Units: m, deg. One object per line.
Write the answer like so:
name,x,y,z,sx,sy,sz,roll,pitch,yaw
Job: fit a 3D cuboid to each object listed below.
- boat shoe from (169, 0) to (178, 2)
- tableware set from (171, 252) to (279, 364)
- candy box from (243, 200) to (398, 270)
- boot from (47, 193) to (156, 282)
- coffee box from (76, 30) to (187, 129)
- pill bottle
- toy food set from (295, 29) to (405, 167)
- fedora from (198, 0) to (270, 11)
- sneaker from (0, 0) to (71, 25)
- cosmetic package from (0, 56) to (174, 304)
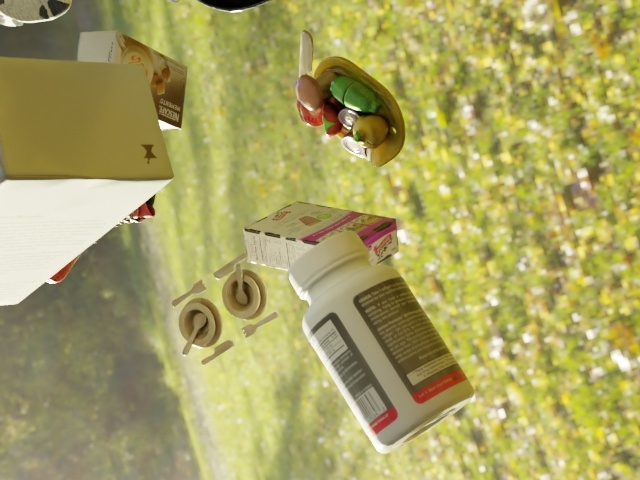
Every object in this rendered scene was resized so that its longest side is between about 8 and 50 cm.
boat shoe,-0.306,-0.534,2.346,0.206,0.065,0.075,47,154,40
tableware set,-0.171,0.117,2.019,0.194,0.039,0.128,-34,79,29
candy box,0.000,0.000,2.149,0.233,0.159,0.071,12,118,38
boot,-0.383,-0.024,2.075,0.176,0.244,0.088,20,171,28
coffee box,-0.381,-0.319,2.428,0.246,0.098,0.141,21,-107,-61
pill bottle,0.082,0.150,1.848,0.318,0.176,0.176,58,162,15
toy food set,0.018,-0.181,1.663,0.218,0.071,0.128,40,140,28
fedora,-0.090,-0.420,1.312,0.334,0.152,0.334,-15,68,42
sneaker,-0.506,-0.411,2.024,0.153,0.235,0.094,-35,-60,-71
cosmetic package,-0.413,-0.058,1.546,0.453,0.230,0.162,-31,69,44
